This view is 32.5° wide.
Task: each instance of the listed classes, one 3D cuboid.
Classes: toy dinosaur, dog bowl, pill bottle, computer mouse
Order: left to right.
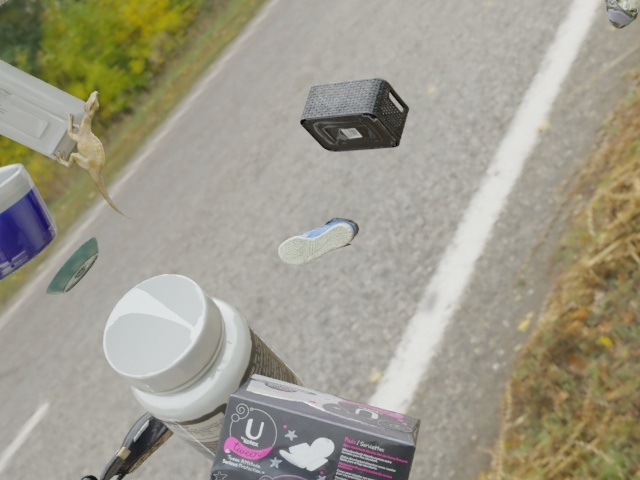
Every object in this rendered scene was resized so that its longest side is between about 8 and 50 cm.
[{"bbox_3d":[-0.489,0.004,1.457,0.265,0.104,0.265,-23,17,7],"label":"dog bowl"},{"bbox_3d":[-0.320,-0.112,1.514,0.053,0.183,0.093,-25,23,-39],"label":"toy dinosaur"},{"bbox_3d":[-0.340,0.367,1.963,0.262,0.060,0.184,-45,-10,-18],"label":"computer mouse"},{"bbox_3d":[-0.168,0.214,1.704,0.204,0.361,0.204,-13,53,18],"label":"pill bottle"}]

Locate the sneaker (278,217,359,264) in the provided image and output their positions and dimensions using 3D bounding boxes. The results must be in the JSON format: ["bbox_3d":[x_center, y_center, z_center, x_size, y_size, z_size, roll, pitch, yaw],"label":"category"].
[{"bbox_3d":[0.000,0.001,2.038,0.152,0.058,0.084,-23,2,20],"label":"sneaker"}]

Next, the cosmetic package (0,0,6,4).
[{"bbox_3d":[-0.545,-0.453,1.617,0.385,0.156,0.217,-42,-26,-22],"label":"cosmetic package"}]

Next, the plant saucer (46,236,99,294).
[{"bbox_3d":[-0.391,0.046,1.757,0.119,0.021,0.119,-51,-1,-2],"label":"plant saucer"}]

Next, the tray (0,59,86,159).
[{"bbox_3d":[-0.507,-0.218,1.739,0.145,0.270,0.030,-47,26,39],"label":"tray"}]

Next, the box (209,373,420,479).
[{"bbox_3d":[-0.003,0.282,1.458,0.163,0.247,0.142,-27,-48,-82],"label":"box"}]

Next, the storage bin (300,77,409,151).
[{"bbox_3d":[0.066,-0.242,2.138,0.180,0.122,0.084,0,61,36],"label":"storage bin"}]

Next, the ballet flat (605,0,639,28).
[{"bbox_3d":[0.323,-0.290,1.196,0.041,0.114,0.041,-15,-3,-1],"label":"ballet flat"}]
